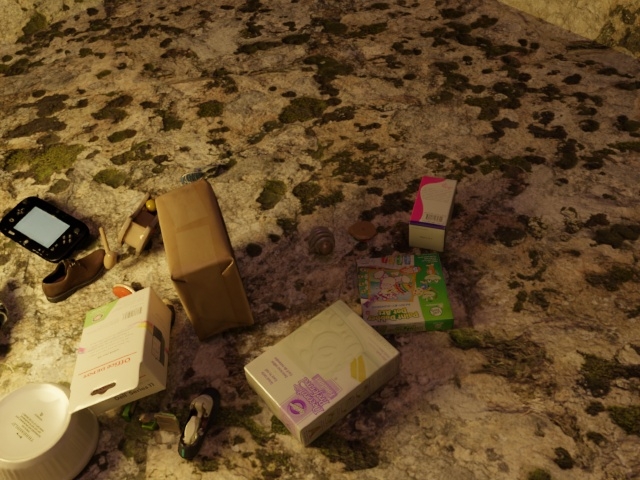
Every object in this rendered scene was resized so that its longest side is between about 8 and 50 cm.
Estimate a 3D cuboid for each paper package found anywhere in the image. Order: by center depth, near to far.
[{"bbox_3d":[-0.321,0.057,1.868,0.168,0.309,0.325,-18,47,-6],"label":"paper package"}]

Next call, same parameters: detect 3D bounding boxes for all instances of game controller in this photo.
[{"bbox_3d":[-0.899,-0.036,2.173,0.319,0.067,0.166,25,54,26],"label":"game controller"}]

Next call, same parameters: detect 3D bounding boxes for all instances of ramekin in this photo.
[{"bbox_3d":[-0.693,0.470,1.640,0.273,0.127,0.273,-2,47,2],"label":"ramekin"}]

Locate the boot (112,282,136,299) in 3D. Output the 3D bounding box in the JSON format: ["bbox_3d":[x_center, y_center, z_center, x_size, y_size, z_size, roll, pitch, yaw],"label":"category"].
[{"bbox_3d":[-0.561,0.183,1.947,0.158,0.059,0.084,27,60,25],"label":"boot"}]

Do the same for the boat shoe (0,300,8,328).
[{"bbox_3d":[-0.947,0.211,1.919,0.102,0.108,0.301,-6,49,-1],"label":"boat shoe"}]

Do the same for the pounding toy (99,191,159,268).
[{"bbox_3d":[-0.591,-0.051,2.066,0.155,0.154,0.269,28,49,-9],"label":"pounding toy"}]

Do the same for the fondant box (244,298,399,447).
[{"bbox_3d":[0.008,0.332,1.730,0.330,0.096,0.238,-34,53,-23],"label":"fondant box"}]

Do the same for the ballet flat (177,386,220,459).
[{"bbox_3d":[-0.302,0.443,1.671,0.074,0.074,0.203,8,48,12],"label":"ballet flat"}]

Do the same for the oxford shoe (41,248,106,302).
[{"bbox_3d":[-0.736,0.089,2.023,0.083,0.096,0.227,27,53,29],"label":"oxford shoe"}]

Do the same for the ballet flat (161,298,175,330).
[{"bbox_3d":[-0.445,0.232,1.893,0.057,0.049,0.173,-3,47,1],"label":"ballet flat"}]

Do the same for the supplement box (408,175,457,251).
[{"bbox_3d":[0.349,-0.086,2.079,0.111,0.114,0.220,10,50,15],"label":"supplement box"}]

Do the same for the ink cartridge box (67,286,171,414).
[{"bbox_3d":[-0.506,0.304,1.718,0.207,0.119,0.353,-22,37,8],"label":"ink cartridge box"}]

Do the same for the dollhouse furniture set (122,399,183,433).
[{"bbox_3d":[-0.413,0.435,1.684,0.152,0.076,0.058,5,46,11],"label":"dollhouse furniture set"}]

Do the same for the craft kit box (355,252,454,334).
[{"bbox_3d":[0.233,0.150,1.911,0.250,0.061,0.246,-5,49,0],"label":"craft kit box"}]

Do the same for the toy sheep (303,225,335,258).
[{"bbox_3d":[0.000,0.000,2.051,0.091,0.091,0.132,-16,42,-10],"label":"toy sheep"}]

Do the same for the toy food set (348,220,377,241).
[{"bbox_3d":[0.134,-0.029,2.107,0.083,0.020,0.082,-26,50,-19],"label":"toy food set"}]

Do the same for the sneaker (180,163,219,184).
[{"bbox_3d":[-0.425,-0.232,2.333,0.135,0.052,0.058,-18,38,-22],"label":"sneaker"}]
